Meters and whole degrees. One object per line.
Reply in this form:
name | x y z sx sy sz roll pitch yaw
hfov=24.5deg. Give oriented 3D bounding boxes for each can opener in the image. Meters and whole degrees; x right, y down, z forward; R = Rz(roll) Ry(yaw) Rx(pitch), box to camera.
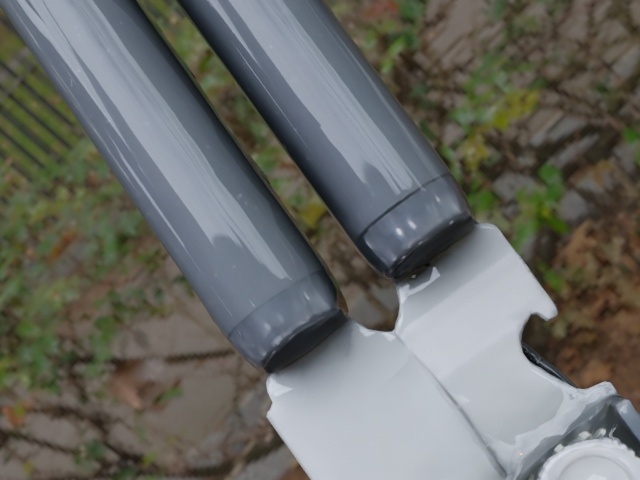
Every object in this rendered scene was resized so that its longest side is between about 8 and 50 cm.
can opener | 0.000 0.000 0.376 0.074 0.280 0.093 -36 -4 0
